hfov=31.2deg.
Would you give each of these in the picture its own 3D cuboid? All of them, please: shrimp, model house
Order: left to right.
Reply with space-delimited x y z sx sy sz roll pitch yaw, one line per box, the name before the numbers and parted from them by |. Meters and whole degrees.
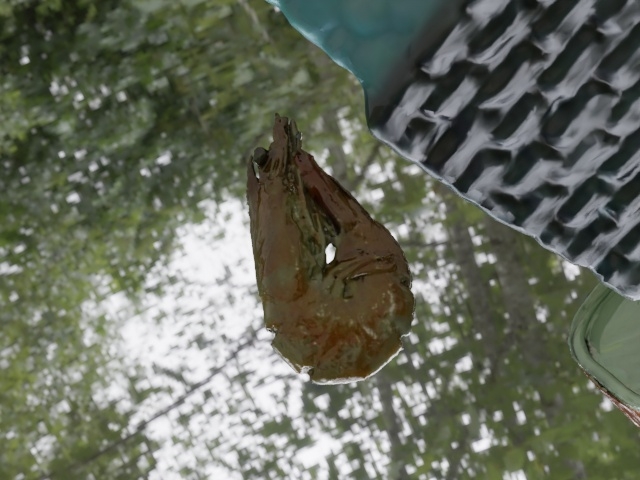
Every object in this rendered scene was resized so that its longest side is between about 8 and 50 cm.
shrimp | 0.000 0.000 1.139 0.154 0.294 0.062 -16 164 -5
model house | 0.152 -0.138 0.447 0.261 0.241 0.226 -49 170 32

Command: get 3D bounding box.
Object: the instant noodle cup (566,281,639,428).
instant noodle cup | 0.456 0.150 1.275 0.294 0.308 0.294 -33 -142 31
